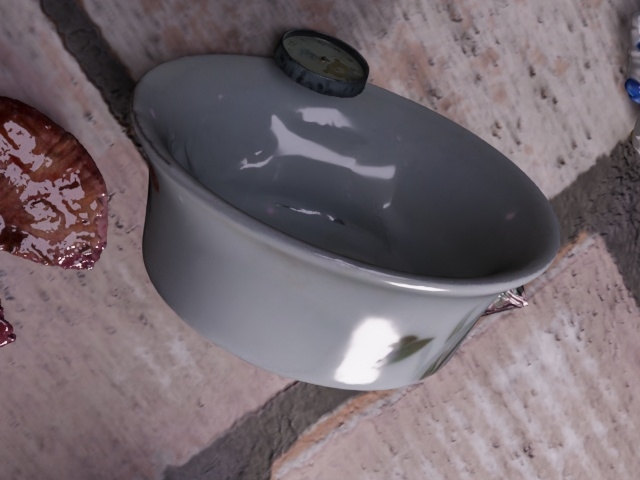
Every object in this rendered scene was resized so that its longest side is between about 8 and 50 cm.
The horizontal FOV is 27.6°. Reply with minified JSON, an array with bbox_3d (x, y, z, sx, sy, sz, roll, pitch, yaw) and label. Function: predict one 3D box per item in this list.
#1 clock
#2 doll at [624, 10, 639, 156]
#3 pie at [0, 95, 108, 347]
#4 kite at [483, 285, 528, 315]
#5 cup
[{"bbox_3d":[0.002,-0.152,1.114,0.085,0.085,0.017,10,126,-23],"label":"clock"},{"bbox_3d":[0.332,-0.167,1.253,0.114,0.057,0.227,15,87,-29],"label":"doll"},{"bbox_3d":[-0.280,-0.013,1.051,0.219,0.054,0.204,-31,111,-10],"label":"pie"},{"bbox_3d":[0.144,0.024,1.246,0.157,0.011,0.139,32,86,-25],"label":"kite"},{"bbox_3d":[0.000,0.000,1.037,0.347,0.347,0.163,8,119,-22],"label":"cup"}]
